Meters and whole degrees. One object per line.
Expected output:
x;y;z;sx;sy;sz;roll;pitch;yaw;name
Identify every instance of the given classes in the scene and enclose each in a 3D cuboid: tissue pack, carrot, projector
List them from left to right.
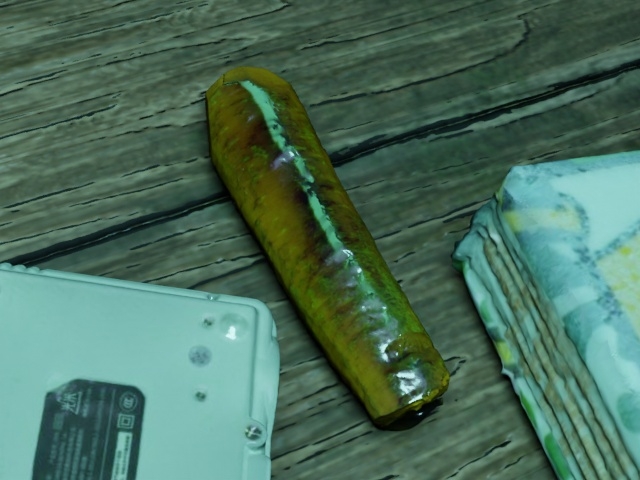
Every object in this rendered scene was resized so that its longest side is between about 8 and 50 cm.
-0.119;0.137;0.666;0.192;0.099;0.256;9;51;-10;projector
0.000;0.000;0.830;0.070;0.070;0.260;-16;60;-26;carrot
0.242;0.091;0.785;0.228;0.128;0.310;-9;57;-22;tissue pack
